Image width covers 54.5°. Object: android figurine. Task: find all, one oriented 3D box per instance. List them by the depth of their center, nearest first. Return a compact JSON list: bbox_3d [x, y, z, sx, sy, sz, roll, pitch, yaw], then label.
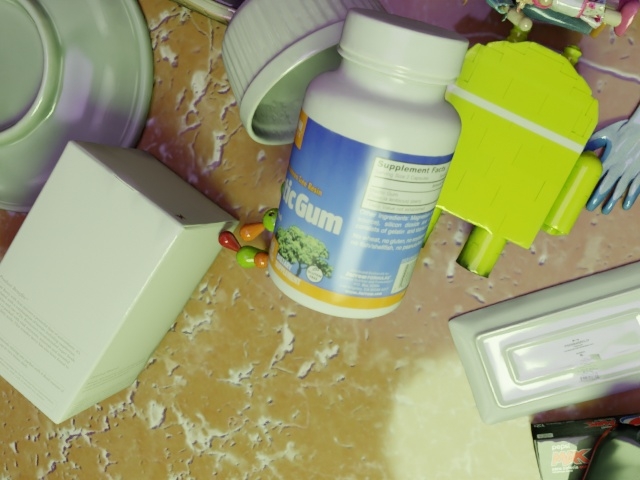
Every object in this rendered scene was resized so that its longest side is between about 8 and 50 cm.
[{"bbox_3d":[0.192,-0.103,0.692,0.248,0.056,0.272,23,99,-2],"label":"android figurine"}]

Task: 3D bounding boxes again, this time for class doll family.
[{"bbox_3d":[0.221,-0.280,0.654,0.163,0.262,0.118,18,143,-2],"label":"doll family"}]

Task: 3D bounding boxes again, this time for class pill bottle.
[{"bbox_3d":[0.045,-0.074,0.604,0.153,0.152,0.271,20,116,11],"label":"pill bottle"}]

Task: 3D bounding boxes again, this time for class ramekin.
[{"bbox_3d":[-0.012,-0.209,0.704,0.207,0.207,0.109,-30,77,14],"label":"ramekin"}]

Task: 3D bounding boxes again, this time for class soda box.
[{"bbox_3d":[0.339,0.242,0.726,0.169,0.053,0.060,-11,92,15],"label":"soda box"}]

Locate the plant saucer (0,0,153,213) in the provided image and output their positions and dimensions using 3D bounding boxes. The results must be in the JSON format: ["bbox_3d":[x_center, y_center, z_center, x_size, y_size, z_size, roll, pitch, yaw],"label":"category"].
[{"bbox_3d":[-0.432,-0.235,0.852,0.401,0.100,0.400,1,95,14],"label":"plant saucer"}]

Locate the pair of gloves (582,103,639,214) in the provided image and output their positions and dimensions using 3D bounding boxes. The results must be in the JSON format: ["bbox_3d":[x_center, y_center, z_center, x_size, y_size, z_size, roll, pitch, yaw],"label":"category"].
[{"bbox_3d":[0.394,-0.079,0.703,0.198,0.023,0.159,30,100,9],"label":"pair of gloves"}]

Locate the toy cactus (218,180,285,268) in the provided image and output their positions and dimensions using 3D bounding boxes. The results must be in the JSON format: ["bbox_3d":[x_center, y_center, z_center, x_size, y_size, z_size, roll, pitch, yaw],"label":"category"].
[{"bbox_3d":[0.000,0.000,0.777,0.219,0.112,0.180,-31,107,7],"label":"toy cactus"}]

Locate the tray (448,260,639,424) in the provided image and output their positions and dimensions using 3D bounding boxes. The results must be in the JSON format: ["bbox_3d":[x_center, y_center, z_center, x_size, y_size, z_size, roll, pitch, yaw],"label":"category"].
[{"bbox_3d":[0.303,0.125,0.738,0.271,0.030,0.145,-19,91,14],"label":"tray"}]

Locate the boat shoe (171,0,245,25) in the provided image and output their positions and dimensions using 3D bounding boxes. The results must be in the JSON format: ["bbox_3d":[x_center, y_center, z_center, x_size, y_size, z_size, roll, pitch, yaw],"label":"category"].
[{"bbox_3d":[-0.155,-0.337,0.776,0.285,0.103,0.092,29,103,14],"label":"boat shoe"}]

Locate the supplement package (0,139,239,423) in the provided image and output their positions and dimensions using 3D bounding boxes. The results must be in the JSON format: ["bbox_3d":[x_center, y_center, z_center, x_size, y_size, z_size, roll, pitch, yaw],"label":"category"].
[{"bbox_3d":[-0.274,0.046,0.796,0.178,0.175,0.292,37,102,10],"label":"supplement package"}]

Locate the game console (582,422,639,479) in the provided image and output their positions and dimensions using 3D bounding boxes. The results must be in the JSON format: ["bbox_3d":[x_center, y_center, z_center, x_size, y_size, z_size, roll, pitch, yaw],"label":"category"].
[{"bbox_3d":[0.441,0.404,0.637,0.387,0.060,0.341,19,115,24],"label":"game console"}]
